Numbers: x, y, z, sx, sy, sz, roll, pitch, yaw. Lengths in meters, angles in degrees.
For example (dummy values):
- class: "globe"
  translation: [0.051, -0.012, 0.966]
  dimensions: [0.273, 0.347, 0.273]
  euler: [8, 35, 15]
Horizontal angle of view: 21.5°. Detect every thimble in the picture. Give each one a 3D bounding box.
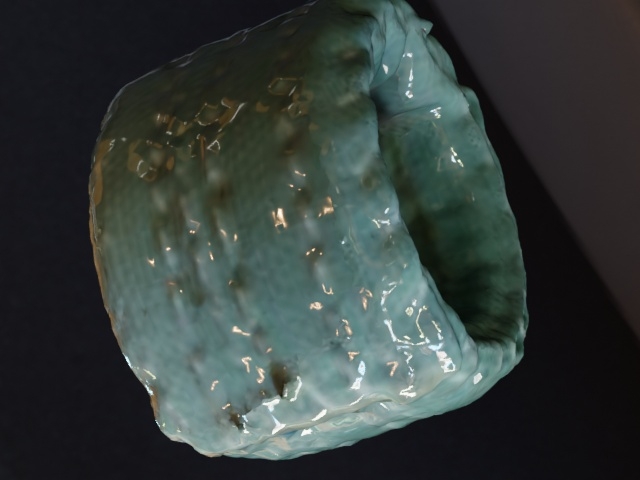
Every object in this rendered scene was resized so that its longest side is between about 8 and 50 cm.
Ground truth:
- class: "thimble"
  translation: [0.000, 0.000, 0.767]
  dimensions: [0.143, 0.235, 0.198]
  euler: [-20, 121, 22]
